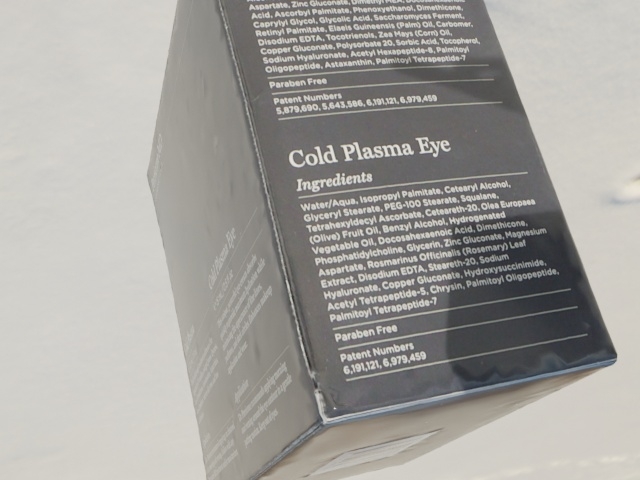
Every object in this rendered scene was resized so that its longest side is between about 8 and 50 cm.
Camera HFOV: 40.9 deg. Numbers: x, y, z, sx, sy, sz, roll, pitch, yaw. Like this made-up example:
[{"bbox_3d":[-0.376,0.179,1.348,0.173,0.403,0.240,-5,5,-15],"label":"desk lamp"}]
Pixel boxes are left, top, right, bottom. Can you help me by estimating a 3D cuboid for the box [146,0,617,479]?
[{"bbox_3d":[0.000,0.000,0.621,0.179,0.312,0.343,-8,160,-20],"label":"box"}]
